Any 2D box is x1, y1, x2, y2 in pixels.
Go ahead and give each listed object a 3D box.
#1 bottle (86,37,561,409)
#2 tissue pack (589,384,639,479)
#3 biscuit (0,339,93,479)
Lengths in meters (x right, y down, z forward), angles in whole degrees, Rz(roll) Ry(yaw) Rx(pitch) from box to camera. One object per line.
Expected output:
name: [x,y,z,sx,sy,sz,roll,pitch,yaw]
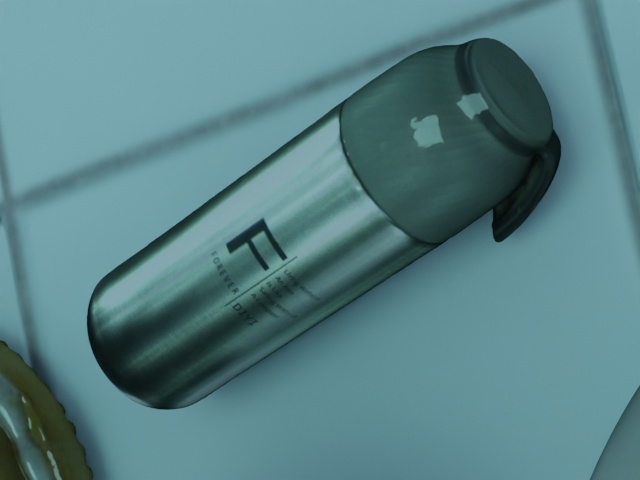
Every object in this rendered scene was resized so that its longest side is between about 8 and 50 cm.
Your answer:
bottle: [0.000,0.000,0.899,0.254,0.079,0.096,-35,106,31]
tissue pack: [0.256,0.125,0.616,0.333,0.229,0.236,5,77,34]
biscuit: [-0.232,0.170,1.064,0.259,0.079,0.259,1,92,35]
